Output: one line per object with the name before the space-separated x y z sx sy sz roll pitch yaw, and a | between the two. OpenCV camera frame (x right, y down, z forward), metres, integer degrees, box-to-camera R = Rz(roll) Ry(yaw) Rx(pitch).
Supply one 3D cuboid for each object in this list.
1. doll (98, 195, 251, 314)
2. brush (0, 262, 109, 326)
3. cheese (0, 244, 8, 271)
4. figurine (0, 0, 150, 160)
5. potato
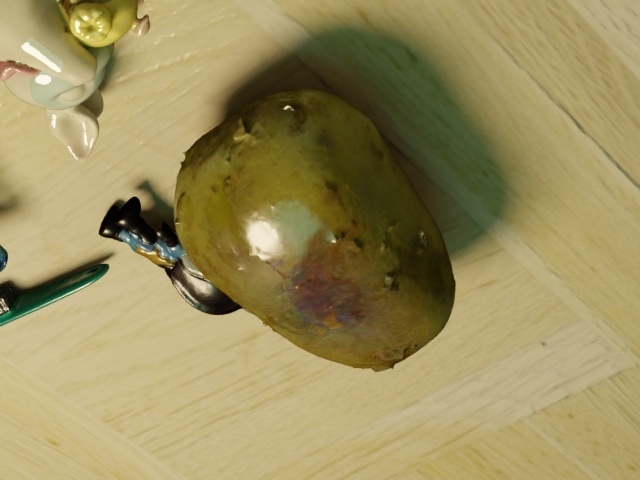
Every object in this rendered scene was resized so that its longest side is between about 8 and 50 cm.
doll | -0.117 0.027 1.535 0.195 0.070 0.096 33 158 -20
brush | -0.292 0.054 1.593 0.193 0.043 0.032 -24 113 23
cheese | -0.404 -0.063 1.412 0.217 0.129 0.329 -17 133 20
figurine | -0.213 -0.173 1.306 0.155 0.127 0.235 -29 134 16
potato | 0.000 0.000 1.432 0.210 0.173 0.307 -29 125 22
